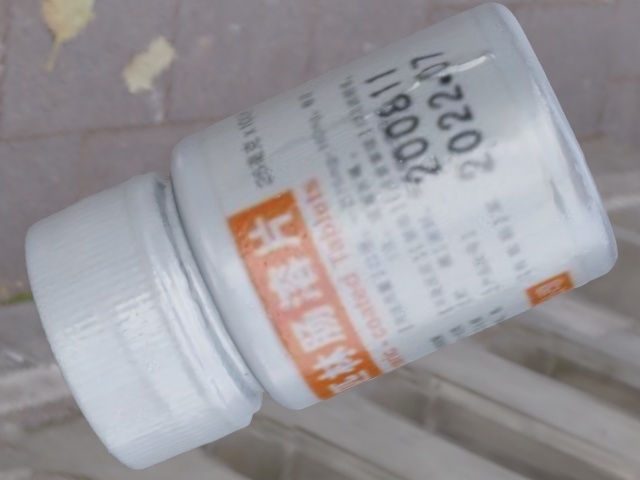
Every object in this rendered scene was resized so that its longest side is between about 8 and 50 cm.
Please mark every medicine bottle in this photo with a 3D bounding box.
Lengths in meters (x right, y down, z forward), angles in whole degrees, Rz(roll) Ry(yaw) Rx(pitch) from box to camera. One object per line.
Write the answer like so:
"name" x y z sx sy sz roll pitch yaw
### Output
"medicine bottle" 0.000 0.000 1.271 0.371 0.211 0.211 -25 138 5
